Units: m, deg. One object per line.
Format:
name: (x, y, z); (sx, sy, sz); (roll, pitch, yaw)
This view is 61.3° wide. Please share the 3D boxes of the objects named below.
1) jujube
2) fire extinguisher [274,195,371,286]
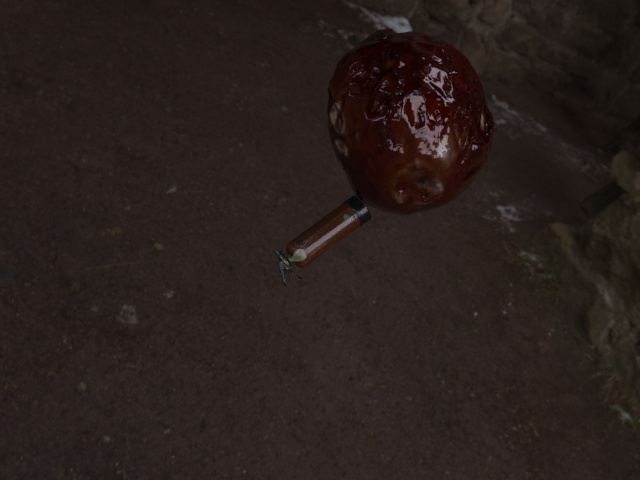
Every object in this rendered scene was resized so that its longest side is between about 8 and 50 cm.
jujube: (0.105, -0.155, 0.653); (0.197, 0.197, 0.290); (21, 40, -14)
fire extinguisher: (0.000, 0.000, 0.836); (0.177, 0.050, 0.062); (-37, 74, -17)
